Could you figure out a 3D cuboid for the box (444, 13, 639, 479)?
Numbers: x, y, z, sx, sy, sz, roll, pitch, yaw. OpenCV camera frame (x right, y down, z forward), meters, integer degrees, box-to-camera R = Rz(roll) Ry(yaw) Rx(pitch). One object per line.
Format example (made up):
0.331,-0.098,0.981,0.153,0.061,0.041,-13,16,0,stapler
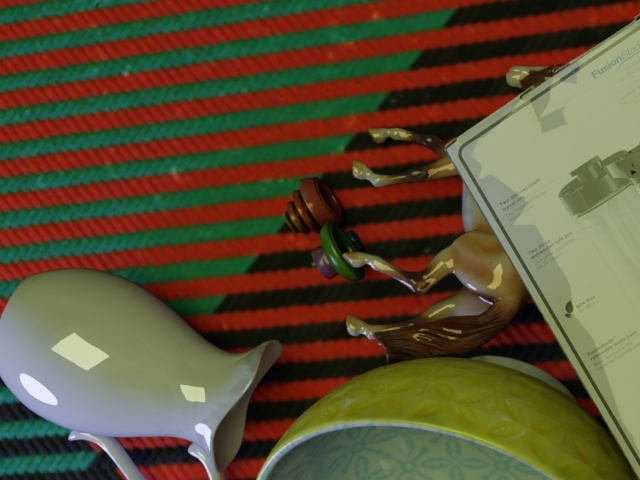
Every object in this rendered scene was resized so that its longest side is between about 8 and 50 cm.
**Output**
0.228,0.017,1.292,0.169,0.087,0.290,-35,76,19,box

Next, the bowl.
0.112,0.175,1.401,0.289,0.289,0.156,4,42,23,bowl

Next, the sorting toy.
0.000,0.000,1.539,0.042,0.061,0.102,-32,50,16,sorting toy

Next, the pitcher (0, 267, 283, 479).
-0.152,0.123,1.562,0.207,0.125,0.177,20,107,12,pitcher

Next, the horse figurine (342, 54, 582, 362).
0.106,-0.013,1.467,0.174,0.066,0.263,-2,56,15,horse figurine
